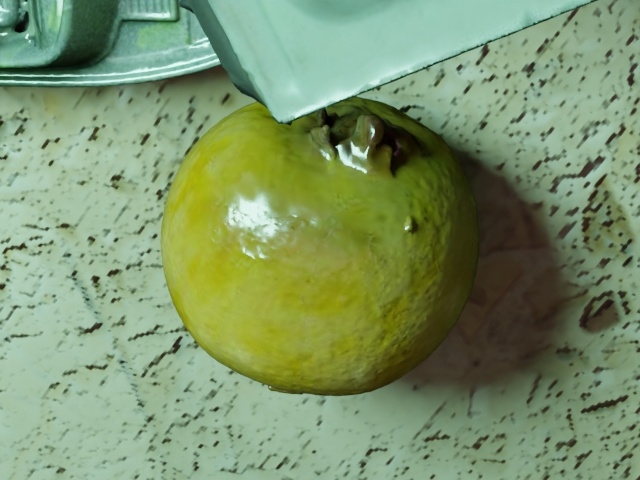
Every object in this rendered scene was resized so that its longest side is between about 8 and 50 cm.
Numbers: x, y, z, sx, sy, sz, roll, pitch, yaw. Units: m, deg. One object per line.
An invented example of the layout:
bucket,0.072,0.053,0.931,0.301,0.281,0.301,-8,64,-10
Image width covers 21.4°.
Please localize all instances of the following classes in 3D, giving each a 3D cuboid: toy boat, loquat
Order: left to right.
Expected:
toy boat,-0.135,-0.141,0.793,0.319,0.092,0.141,2,114,9
loquat,0.000,0.000,0.800,0.163,0.137,0.163,13,119,24

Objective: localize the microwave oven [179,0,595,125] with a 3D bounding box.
microwave oven,0.037,-0.223,0.583,0.218,0.355,0.286,-21,107,18
